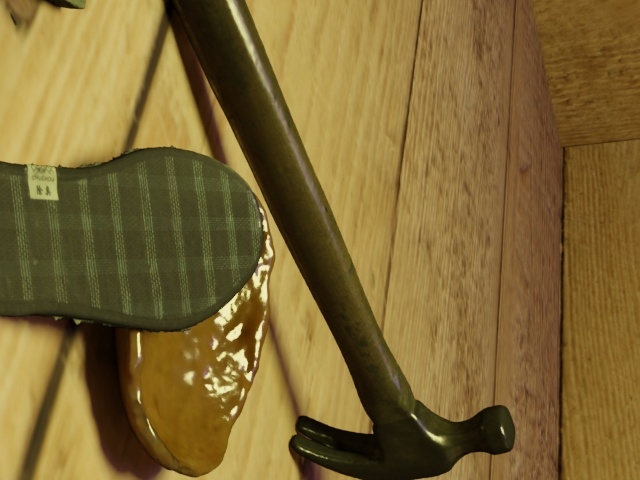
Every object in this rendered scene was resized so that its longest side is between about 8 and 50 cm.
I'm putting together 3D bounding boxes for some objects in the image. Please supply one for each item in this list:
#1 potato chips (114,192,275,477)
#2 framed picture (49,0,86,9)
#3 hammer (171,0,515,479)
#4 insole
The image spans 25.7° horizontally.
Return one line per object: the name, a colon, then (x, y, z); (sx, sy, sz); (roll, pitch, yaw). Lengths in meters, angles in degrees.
potato chips: (-0.083, 0.044, 0.846); (0.150, 0.049, 0.201); (41, 44, -50)
framed picture: (-0.168, -0.233, 0.674); (0.260, 0.023, 0.189); (22, 68, -72)
hammer: (0.000, 0.000, 1.025); (0.044, 0.168, 0.440); (-74, 145, -59)
insole: (-0.109, -0.005, 0.747); (0.309, 0.012, 0.110); (4, 77, -63)
